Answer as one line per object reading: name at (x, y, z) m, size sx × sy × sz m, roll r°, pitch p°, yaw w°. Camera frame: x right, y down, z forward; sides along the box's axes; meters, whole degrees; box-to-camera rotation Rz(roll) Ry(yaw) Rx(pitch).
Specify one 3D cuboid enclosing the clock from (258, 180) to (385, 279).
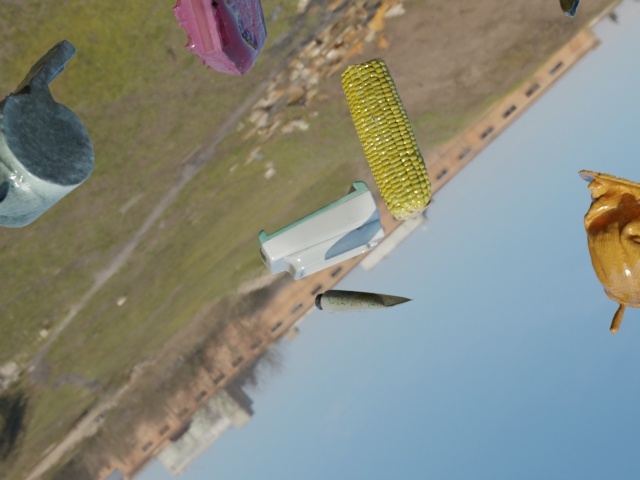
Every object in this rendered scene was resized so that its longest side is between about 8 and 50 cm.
clock at (0.000, 0.000, 1.720) m, size 0.231 × 0.116 × 0.262 m, roll -27°, pitch 173°, yaw -7°

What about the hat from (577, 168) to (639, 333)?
hat at (0.497, 0.037, 1.403) m, size 0.233 × 0.244 × 0.233 m, roll -154°, pitch -98°, yaw -73°

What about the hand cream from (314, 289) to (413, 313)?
hand cream at (0.067, 0.105, 1.514) m, size 0.067 × 0.042 × 0.194 m, roll -5°, pitch 180°, yaw -45°

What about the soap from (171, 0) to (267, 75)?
soap at (-0.221, -0.521, 1.927) m, size 0.325 × 0.127 × 0.220 m, roll 76°, pitch 26°, yaw -45°

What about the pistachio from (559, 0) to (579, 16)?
pistachio at (0.544, -0.536, 1.916) m, size 0.173 × 0.049 × 0.090 m, roll -42°, pitch 148°, yaw -69°

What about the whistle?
whistle at (-0.535, -0.203, 1.573) m, size 0.168 × 0.405 × 0.188 m, roll -31°, pitch 147°, yaw 32°

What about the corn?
corn at (0.099, -0.152, 1.299) m, size 0.081 × 0.249 × 0.081 m, roll -18°, pitch 173°, yaw -2°
